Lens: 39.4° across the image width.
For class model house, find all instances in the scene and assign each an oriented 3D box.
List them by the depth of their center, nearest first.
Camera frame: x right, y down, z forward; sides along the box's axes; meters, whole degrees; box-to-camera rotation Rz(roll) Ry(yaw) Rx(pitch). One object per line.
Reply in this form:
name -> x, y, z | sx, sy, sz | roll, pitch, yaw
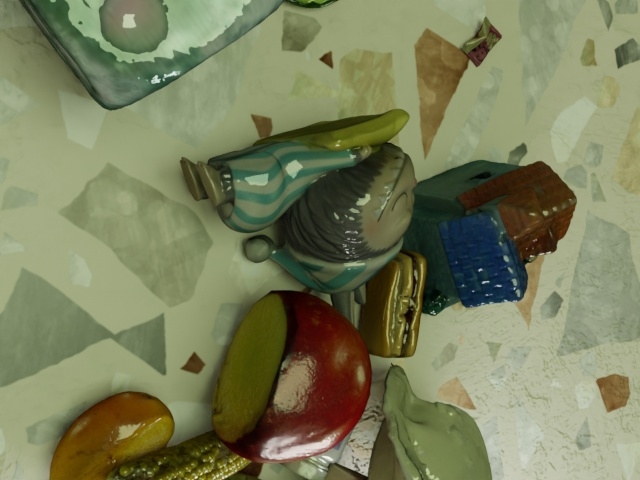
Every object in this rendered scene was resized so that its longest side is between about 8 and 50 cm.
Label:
model house -> 0.338, -0.013, 1.610 | 0.295, 0.329, 0.252 | -23, 100, -23

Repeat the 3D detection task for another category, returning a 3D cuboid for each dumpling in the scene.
dumpling -> 0.165, 0.370, 1.575 | 0.233, 0.395, 0.316 | -25, 65, 12

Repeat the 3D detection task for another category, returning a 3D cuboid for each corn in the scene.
corn -> -0.212, 0.362, 1.423 | 0.320, 0.097, 0.097 | -13, 100, -51

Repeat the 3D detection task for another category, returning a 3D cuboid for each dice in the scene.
dice -> -0.263, -0.405, 1.243 | 0.328, 0.330, 0.348 | -37, 109, -9

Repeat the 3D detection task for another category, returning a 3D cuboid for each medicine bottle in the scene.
medicine bottle -> 0.005, 0.327, 1.578 | 0.103, 0.103, 0.187 | 34, 78, -25

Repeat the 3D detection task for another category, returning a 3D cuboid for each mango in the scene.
mango -> -0.335, 0.325, 1.405 | 0.217, 0.102, 0.141 | -43, 138, -15

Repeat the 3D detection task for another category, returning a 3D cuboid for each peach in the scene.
peach -> -0.045, 0.233, 1.435 | 0.245, 0.248, 0.275 | 21, 60, 2

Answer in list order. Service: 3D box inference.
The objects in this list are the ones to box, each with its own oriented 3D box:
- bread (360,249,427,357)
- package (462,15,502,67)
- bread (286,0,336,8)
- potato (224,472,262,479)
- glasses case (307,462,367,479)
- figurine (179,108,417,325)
bread -> 0.129, 0.114, 1.623 | 0.077, 0.116, 0.200 | 8, 89, -25
package -> 0.316, -0.387, 1.743 | 0.059, 0.029, 0.083 | 41, 85, -31
bread -> -0.023, -0.518, 1.555 | 0.228, 0.033, 0.228 | -2, 94, -26
potato -> -0.109, 0.466, 1.525 | 0.225, 0.090, 0.117 | 21, 87, -17
glasses case -> -0.001, 0.491, 1.614 | 0.102, 0.070, 0.193 | 27, 82, 3
figurine -> 0.000, 0.000, 1.474 | 0.361, 0.266, 0.378 | -18, 101, -20
